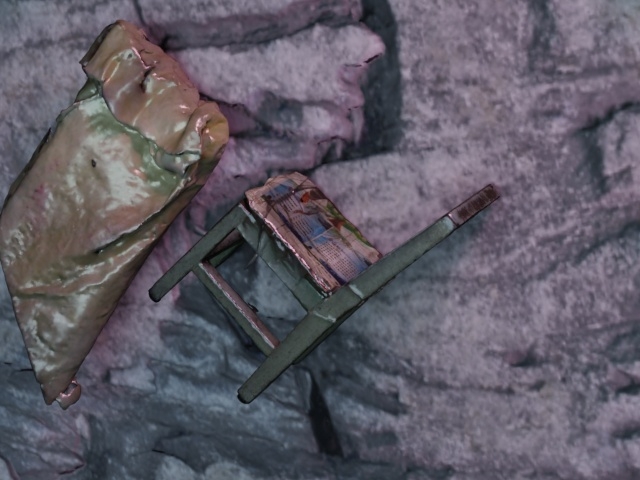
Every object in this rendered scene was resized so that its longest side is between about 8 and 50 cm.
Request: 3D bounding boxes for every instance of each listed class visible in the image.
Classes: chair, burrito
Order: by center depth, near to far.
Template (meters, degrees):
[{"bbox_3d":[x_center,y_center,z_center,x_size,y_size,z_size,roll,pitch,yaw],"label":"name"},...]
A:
[{"bbox_3d":[0.000,0.000,1.525,0.270,0.136,0.147,-43,86,26],"label":"chair"},{"bbox_3d":[-0.214,-0.029,1.629,0.175,0.107,0.348,41,113,26],"label":"burrito"}]
